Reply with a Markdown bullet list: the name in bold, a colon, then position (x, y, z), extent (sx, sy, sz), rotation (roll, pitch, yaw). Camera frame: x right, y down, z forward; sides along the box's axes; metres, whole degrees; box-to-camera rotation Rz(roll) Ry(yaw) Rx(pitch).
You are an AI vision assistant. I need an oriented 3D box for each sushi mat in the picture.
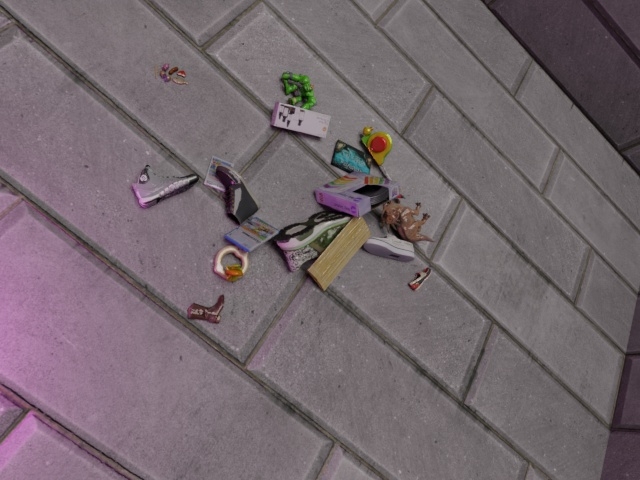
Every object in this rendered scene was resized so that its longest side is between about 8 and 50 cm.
- **sushi mat**: position (0.079, 0.043, 1.864), extent (0.317, 0.019, 0.151), rotation (-49, 134, -17)

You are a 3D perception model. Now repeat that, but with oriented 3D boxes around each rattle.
- **rattle**: position (-0.291, 0.039, 1.681), extent (0.130, 0.143, 0.200), rotation (28, 67, 3)

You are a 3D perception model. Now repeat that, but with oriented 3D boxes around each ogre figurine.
- **ogre figurine**: position (-0.087, -0.636, 2.040), extent (0.118, 0.097, 0.197), rotation (-17, 67, -14)

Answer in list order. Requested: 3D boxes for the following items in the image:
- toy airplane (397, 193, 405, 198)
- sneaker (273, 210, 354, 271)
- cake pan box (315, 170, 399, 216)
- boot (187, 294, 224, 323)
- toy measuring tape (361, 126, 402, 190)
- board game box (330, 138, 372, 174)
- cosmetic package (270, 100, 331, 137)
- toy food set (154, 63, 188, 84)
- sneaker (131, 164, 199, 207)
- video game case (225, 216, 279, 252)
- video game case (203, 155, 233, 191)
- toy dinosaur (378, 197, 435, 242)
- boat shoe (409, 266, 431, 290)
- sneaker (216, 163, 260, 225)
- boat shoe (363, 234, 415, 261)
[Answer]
- **toy airplane**: position (0.312, -0.217, 2.108), extent (0.151, 0.151, 0.028), rotation (14, 106, -24)
- **sneaker**: position (0.000, 0.000, 1.880), extent (0.410, 0.158, 0.182), rotation (-22, 116, -34)
- **cake pan box**: position (0.153, -0.194, 1.934), extent (0.245, 0.266, 0.070), rotation (-29, 125, -30)
- **boot**: position (-0.392, 0.224, 1.624), extent (0.114, 0.037, 0.107), rotation (16, 65, -19)
- **toy measuring tape**: position (0.305, -0.383, 2.149), extent (0.121, 0.121, 0.330), rotation (-36, 92, -32)
- **board game box**: position (0.141, -0.355, 2.107), extent (0.186, 0.026, 0.126), rotation (23, 65, -21)
- **cosmetic package**: position (-0.081, -0.504, 1.989), extent (0.238, 0.060, 0.099), rotation (7, 109, -26)
- **toy food set**: position (-0.567, -0.640, 1.816), extent (0.122, 0.019, 0.078), rotation (-1, 74, -29)
- **sneaker**: position (-0.546, -0.218, 1.654), extent (0.228, 0.086, 0.132), rotation (-31, 88, -32)
- **video game case**: position (-0.248, -0.024, 1.738), extent (0.119, 0.015, 0.166), rotation (30, 42, 23)
- **video game case**: position (-0.383, -0.250, 1.795), extent (0.087, 0.011, 0.122), rotation (20, 66, -21)
- **toy dinosaur**: position (0.366, -0.072, 2.084), extent (0.200, 0.127, 0.296), rotation (-44, 101, -32)
- **boat shoe**: position (0.440, 0.161, 2.093), extent (0.043, 0.049, 0.137), rotation (48, 63, -5)
- **sneaker**: position (-0.326, -0.169, 1.747), extent (0.222, 0.083, 0.118), rotation (50, 58, -15)
- **boat shoe**: position (0.297, 0.018, 2.033), extent (0.267, 0.096, 0.088), rotation (14, 64, -26)
